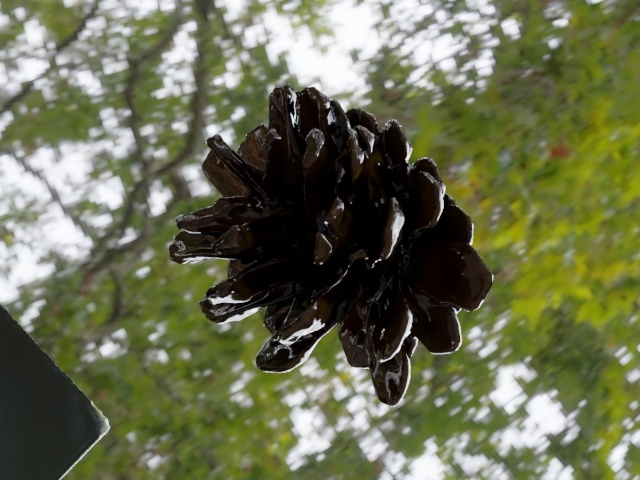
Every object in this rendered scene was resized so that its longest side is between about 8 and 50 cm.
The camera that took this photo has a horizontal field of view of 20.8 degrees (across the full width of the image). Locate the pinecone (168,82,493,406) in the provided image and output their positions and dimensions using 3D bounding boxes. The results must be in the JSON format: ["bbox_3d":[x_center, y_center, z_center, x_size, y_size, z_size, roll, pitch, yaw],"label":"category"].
[{"bbox_3d":[-0.002,0.000,1.242,0.229,0.201,0.202,41,-79,41],"label":"pinecone"}]

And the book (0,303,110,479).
[{"bbox_3d":[-0.348,0.086,1.197,0.371,0.260,0.043,53,-28,-18],"label":"book"}]
